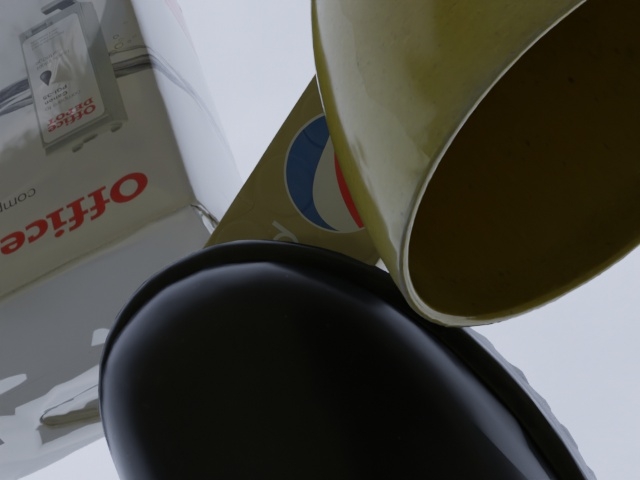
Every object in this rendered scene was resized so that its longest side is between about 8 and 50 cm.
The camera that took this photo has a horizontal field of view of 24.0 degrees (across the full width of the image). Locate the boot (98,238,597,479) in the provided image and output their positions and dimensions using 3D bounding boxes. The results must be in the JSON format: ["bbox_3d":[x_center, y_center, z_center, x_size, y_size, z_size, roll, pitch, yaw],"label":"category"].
[{"bbox_3d":[0.023,0.159,0.316,0.146,0.445,0.367,-38,-95,9],"label":"boot"}]

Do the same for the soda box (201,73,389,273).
[{"bbox_3d":[0.000,0.000,0.576,0.061,0.058,0.181,37,-78,14],"label":"soda box"}]

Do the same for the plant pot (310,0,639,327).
[{"bbox_3d":[0.050,-0.056,0.426,0.134,0.134,0.095,-32,-122,-12],"label":"plant pot"}]

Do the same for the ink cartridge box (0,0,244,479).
[{"bbox_3d":[-0.157,-0.034,0.815,0.207,0.117,0.283,-27,-134,5],"label":"ink cartridge box"}]
